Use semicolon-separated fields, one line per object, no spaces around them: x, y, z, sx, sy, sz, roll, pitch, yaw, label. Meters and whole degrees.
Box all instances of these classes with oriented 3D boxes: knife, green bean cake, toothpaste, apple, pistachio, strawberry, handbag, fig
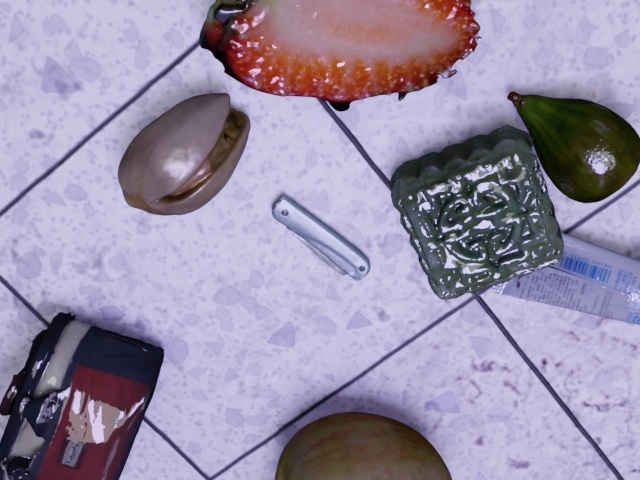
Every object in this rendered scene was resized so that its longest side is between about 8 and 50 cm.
0.000;0.000;0.955;0.162;0.023;0.044;37;109;-13;knife
0.199;-0.033;0.896;0.185;0.094;0.183;-20;109;15;green bean cake
0.387;0.060;0.938;0.299;0.073;0.114;17;110;16;toothpaste
0.056;0.365;0.969;0.233;0.257;0.257;7;110;-18;apple
-0.168;-0.104;0.873;0.185;0.124;0.124;-43;106;-3;pistachio
0.024;-0.265;0.823;0.306;0.138;0.233;12;132;-31;strawberry
-0.336;0.237;0.956;0.181;0.181;0.254;21;105;-10;handbag
0.311;-0.132;0.879;0.117;0.117;0.177;-45;83;14;fig
